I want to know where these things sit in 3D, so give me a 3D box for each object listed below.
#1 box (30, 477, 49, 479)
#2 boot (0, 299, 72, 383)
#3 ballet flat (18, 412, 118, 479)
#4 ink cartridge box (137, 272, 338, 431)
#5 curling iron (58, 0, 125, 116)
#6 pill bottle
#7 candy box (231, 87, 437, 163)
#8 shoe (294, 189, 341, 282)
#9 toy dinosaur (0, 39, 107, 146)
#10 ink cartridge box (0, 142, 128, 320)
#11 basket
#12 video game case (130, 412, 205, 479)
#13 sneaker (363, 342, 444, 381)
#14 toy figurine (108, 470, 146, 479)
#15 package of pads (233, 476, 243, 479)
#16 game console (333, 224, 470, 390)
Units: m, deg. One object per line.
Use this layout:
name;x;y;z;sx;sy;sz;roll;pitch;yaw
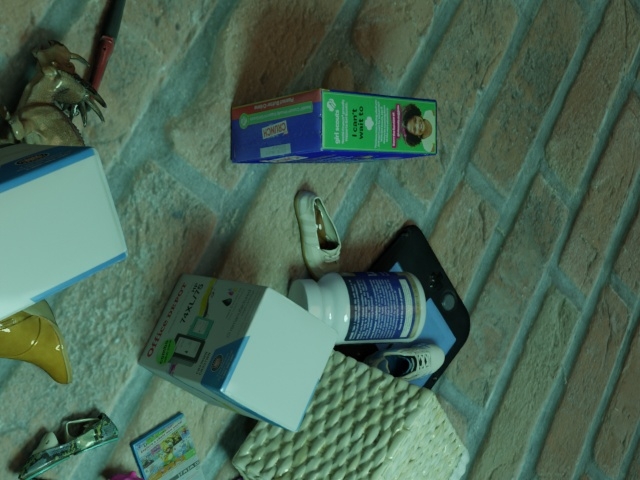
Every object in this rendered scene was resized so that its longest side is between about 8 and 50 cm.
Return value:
box;-0.483;0.447;1.589;0.067;0.018;0.083;26;77;-42
boot;-0.524;0.155;1.482;0.211;0.104;0.295;-23;134;-16
ballet flat;-0.438;0.348;1.602;0.188;0.070;0.070;-19;107;-42
ink cartridge box;-0.152;0.198;1.701;0.197;0.270;0.198;37;70;-37
curling iron;-0.378;-0.338;1.601;0.068;0.035;0.274;32;73;-40
pill bottle;0.073;0.141;1.949;0.264;0.153;0.153;0;94;-24
candy box;0.027;-0.214;1.828;0.317;0.268;0.122;-5;93;-43
shoe;0.000;0.000;1.965;0.076;0.058;0.219;-32;114;-36
toy dinosaur;-0.424;-0.158;1.505;0.200;0.127;0.296;-27;120;-38
ink cartridge box;-0.499;-0.015;1.279;0.285;0.395;0.166;-30;115;-37
basket;0.064;0.429;1.847;0.331;0.328;0.266;-52;140;-26
video game case;-0.285;0.426;1.773;0.119;0.015;0.166;-28;113;-37
sneaker;0.199;0.276;2.087;0.237;0.086;0.085;-4;91;-40
toy figurine;-0.361;0.491;1.658;0.159;0.130;0.173;-49;146;-39
package of pads;-0.160;0.521;1.885;0.050;0.032;0.083;-10;101;-44
game console;0.183;0.207;2.155;0.386;0.060;0.342;-48;123;-29
